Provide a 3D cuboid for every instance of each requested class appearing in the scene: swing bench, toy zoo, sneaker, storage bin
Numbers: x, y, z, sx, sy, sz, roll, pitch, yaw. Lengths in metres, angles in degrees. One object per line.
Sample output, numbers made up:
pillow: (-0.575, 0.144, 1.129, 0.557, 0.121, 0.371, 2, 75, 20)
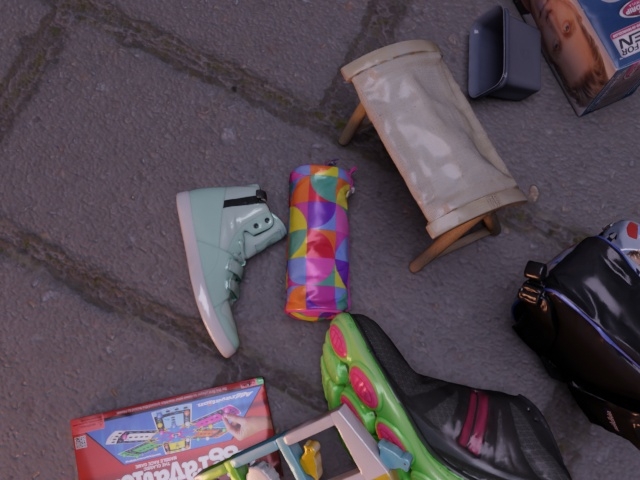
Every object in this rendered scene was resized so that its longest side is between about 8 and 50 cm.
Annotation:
swing bench: (0.153, -0.118, 1.081, 0.165, 0.255, 0.253, -25, 78, -6)
toy zoo: (-0.007, 0.336, 0.999, 0.293, 0.030, 0.192, -29, 88, 23)
sneaker: (-0.114, 0.034, 1.128, 0.151, 0.094, 0.256, -13, 78, -6)
sneaker: (0.189, 0.278, 1.050, 0.483, 0.185, 0.202, 44, 52, 13)
storage bin: (0.290, -0.282, 1.212, 0.091, 0.098, 0.135, 11, 74, -25)

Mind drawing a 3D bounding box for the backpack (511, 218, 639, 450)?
backpack: (0.380, 0.111, 1.021, 0.213, 0.263, 0.277, -38, 83, -14)

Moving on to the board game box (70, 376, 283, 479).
board game box: (-0.204, 0.296, 1.098, 0.281, 0.027, 0.145, -13, 78, -3)

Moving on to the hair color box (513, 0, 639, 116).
hair color box: (0.384, -0.386, 1.187, 0.105, 0.174, 0.347, -24, 77, -5)

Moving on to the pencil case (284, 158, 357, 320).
pencil case: (0.000, 0.000, 1.135, 0.104, 0.104, 0.237, 3, 77, 1)
